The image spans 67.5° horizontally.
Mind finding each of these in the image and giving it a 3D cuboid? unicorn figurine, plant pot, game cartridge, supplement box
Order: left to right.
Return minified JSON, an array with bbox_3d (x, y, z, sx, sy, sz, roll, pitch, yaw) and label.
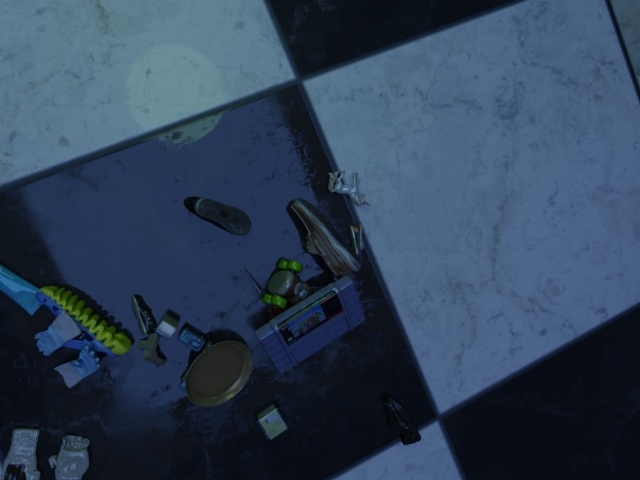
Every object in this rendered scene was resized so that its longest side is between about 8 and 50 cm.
[{"bbox_3d":[-0.329,0.424,1.545,0.236,0.032,0.236,-17,120,-34],"label":"plant pot"},{"bbox_3d":[-0.164,0.612,1.620,0.083,0.056,0.083,-31,97,-11],"label":"supplement box"},{"bbox_3d":[-0.024,0.282,1.590,0.355,0.068,0.230,-31,138,-11],"label":"game cartridge"},{"bbox_3d":[0.103,-0.184,1.681,0.162,0.060,0.111,8,89,3],"label":"unicorn figurine"}]

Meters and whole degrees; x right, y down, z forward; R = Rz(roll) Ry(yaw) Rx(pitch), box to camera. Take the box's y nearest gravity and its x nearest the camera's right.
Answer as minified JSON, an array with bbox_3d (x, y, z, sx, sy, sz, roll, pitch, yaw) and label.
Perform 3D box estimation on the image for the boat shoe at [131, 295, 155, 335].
[{"bbox_3d":[-0.568,0.237,1.530,0.042,0.049,0.132,-21,88,-40],"label":"boat shoe"}]

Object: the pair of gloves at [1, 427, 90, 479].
[{"bbox_3d":[-0.842,0.692,1.469,0.240,0.042,0.204,16,87,-14],"label":"pair of gloves"}]

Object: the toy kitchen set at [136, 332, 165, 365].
[{"bbox_3d":[-0.541,0.352,1.546,0.075,0.068,0.083,51,40,-48],"label":"toy kitchen set"}]

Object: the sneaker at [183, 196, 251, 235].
[{"bbox_3d":[-0.333,-0.090,1.569,0.222,0.118,0.083,32,82,-41],"label":"sneaker"}]

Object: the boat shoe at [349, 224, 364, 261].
[{"bbox_3d":[0.135,0.011,1.692,0.043,0.049,0.136,-9,88,-15],"label":"boat shoe"}]

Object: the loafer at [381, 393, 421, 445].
[{"bbox_3d":[0.279,0.649,1.712,0.078,0.080,0.220,-35,98,-11],"label":"loafer"}]

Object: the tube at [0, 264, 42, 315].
[{"bbox_3d":[-0.930,0.133,1.442,0.207,0.052,0.080,42,86,-15],"label":"tube"}]

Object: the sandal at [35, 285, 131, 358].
[{"bbox_3d":[-0.740,0.269,1.451,0.138,0.126,0.317,-45,98,-4],"label":"sandal"}]

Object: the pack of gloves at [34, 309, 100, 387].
[{"bbox_3d":[-0.760,0.336,1.411,0.232,0.046,0.195,-33,97,31],"label":"pack of gloves"}]

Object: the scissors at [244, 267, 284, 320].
[{"bbox_3d":[-0.164,0.216,1.639,0.109,0.021,0.296,-20,94,-12],"label":"scissors"}]

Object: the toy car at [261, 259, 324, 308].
[{"bbox_3d":[-0.072,0.174,1.604,0.188,0.149,0.154,31,74,-24],"label":"toy car"}]

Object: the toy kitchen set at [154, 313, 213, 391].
[{"bbox_3d":[-0.454,0.364,1.515,0.207,0.122,0.166,35,83,-11],"label":"toy kitchen set"}]

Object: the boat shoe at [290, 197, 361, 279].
[{"bbox_3d":[0.000,0.000,1.623,0.116,0.123,0.324,-40,89,15],"label":"boat shoe"}]
